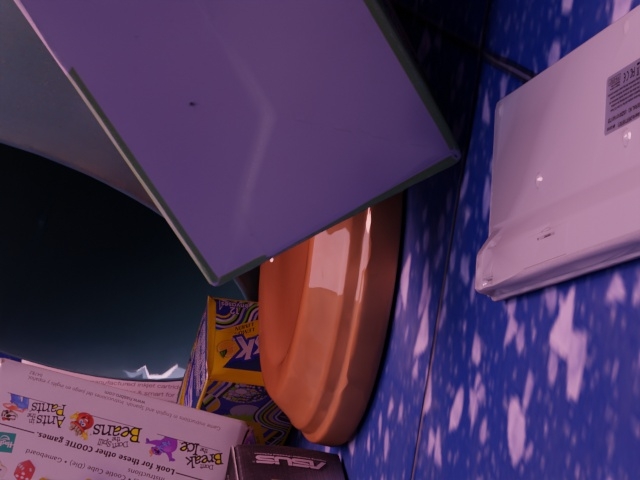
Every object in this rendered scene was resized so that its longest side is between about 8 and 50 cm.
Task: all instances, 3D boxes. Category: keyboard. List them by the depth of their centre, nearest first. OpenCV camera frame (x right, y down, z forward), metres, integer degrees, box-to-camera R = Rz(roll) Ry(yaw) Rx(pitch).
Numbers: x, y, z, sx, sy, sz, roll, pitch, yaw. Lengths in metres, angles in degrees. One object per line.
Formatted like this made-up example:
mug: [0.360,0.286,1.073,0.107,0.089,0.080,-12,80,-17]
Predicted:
keyboard: [0.086,-0.030,0.491,0.256,0.014,0.072,148,132,-76]

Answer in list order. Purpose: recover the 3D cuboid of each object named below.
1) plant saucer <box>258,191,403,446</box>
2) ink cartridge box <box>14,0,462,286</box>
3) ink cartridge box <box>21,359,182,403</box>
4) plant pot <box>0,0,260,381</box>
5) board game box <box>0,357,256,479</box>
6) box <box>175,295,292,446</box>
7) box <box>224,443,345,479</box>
plant saucer: [0.000,0.000,0.861,0.200,0.037,0.200,-174,90,-79]
ink cartridge box: [-0.062,-0.158,0.795,0.207,0.119,0.353,58,-172,-26]
ink cartridge box: [-0.133,0.152,1.187,0.203,0.148,0.086,-96,14,-52]
plant pot: [-0.144,-0.085,1.061,0.293,0.293,0.235,117,171,-63]
board game box: [-0.137,0.226,0.917,0.142,0.144,0.275,82,-155,-62]
box: [-0.050,0.096,1.012,0.169,0.059,0.054,113,161,-58]
box: [-0.024,0.238,0.805,0.183,0.056,0.231,-106,23,-66]
